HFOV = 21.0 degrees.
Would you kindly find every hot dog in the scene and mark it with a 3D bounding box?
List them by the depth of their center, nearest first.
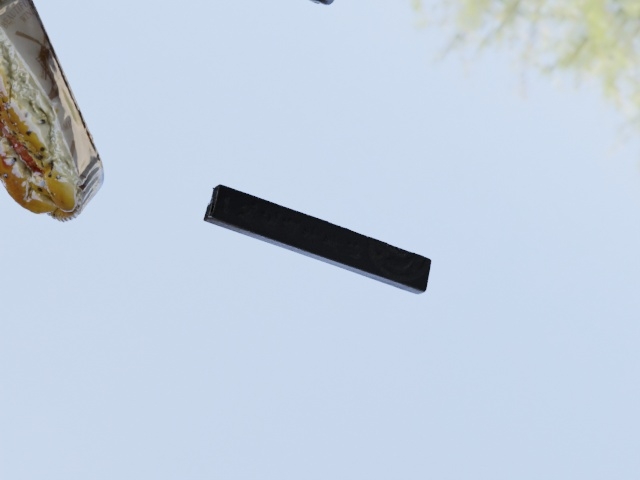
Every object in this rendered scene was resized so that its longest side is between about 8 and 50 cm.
[{"bbox_3d":[-0.285,-0.137,1.588,0.075,0.144,0.268,-39,-66,-31],"label":"hot dog"}]

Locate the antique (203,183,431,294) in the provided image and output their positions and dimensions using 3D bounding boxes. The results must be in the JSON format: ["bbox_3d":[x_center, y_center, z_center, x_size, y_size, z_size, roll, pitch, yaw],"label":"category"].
[{"bbox_3d":[0.000,0.000,1.349,0.192,0.015,0.031,19,-110,-22],"label":"antique"}]

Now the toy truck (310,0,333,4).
[{"bbox_3d":[0.013,-0.345,1.623,0.165,0.224,0.147,31,-174,-31],"label":"toy truck"}]
